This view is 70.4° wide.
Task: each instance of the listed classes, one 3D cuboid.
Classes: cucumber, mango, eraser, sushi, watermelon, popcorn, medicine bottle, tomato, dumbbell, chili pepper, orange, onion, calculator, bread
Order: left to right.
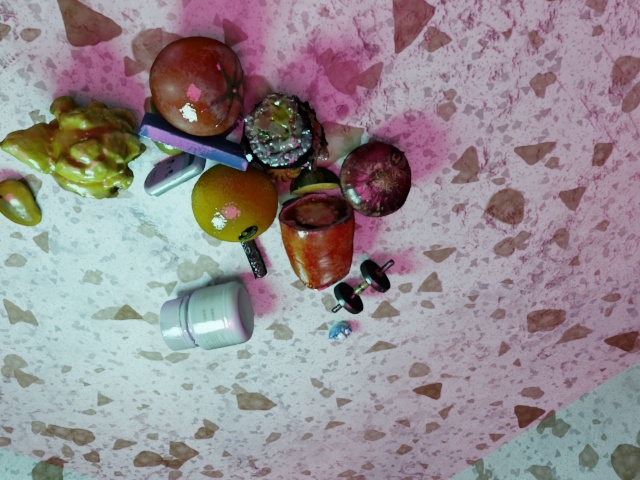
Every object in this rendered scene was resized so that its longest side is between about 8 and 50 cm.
[{"bbox_3d":[-1.025,-0.122,1.531,0.115,0.090,0.178,-8,131,-6],"label":"mango"},{"bbox_3d":[-0.696,-0.297,1.335,0.290,0.325,0.321,-30,160,10],"label":"popcorn"},{"bbox_3d":[-0.460,-0.356,1.401,0.122,0.085,0.191,7,124,-4],"label":"mango"},{"bbox_3d":[-0.460,-0.225,1.455,0.246,0.141,0.045,-24,133,13],"label":"calculator"},{"bbox_3d":[-0.365,-0.292,1.335,0.312,0.144,0.042,16,113,-24],"label":"eraser"},{"bbox_3d":[-0.343,-0.425,1.260,0.265,0.265,0.264,-1,123,-2],"label":"tomato"},{"bbox_3d":[-0.428,0.296,1.731,0.302,0.241,0.241,-12,123,5],"label":"medicine bottle"},{"bbox_3d":[-0.273,-0.123,1.456,0.274,0.274,0.274,-1,123,-2],"label":"orange"},{"bbox_3d":[-0.256,0.045,1.686,0.052,0.058,0.214,5,127,36],"label":"cucumber"},{"bbox_3d":[-0.127,-0.256,1.489,0.130,0.071,0.139,6,122,-1],"label":"bread"},{"bbox_3d":[-0.097,-0.317,1.361,0.225,0.219,0.238,-1,105,20],"label":"sushi"},{"bbox_3d":[-0.023,-0.209,1.545,0.182,0.075,0.092,-8,168,6],"label":"watermelon"},{"bbox_3d":[0.000,0.000,1.596,0.251,0.229,0.305,-29,140,-18],"label":"chili pepper"},{"bbox_3d":[0.159,0.179,1.738,0.143,0.143,0.325,37,115,-23],"label":"dumbbell"},{"bbox_3d":[0.177,-0.195,1.470,0.247,0.190,0.246,-2,102,-7],"label":"onion"}]

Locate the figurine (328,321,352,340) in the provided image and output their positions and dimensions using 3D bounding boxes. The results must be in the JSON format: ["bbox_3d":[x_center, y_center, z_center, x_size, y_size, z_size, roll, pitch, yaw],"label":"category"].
[{"bbox_3d":[0.077,0.391,1.909,0.114,0.079,0.114,-28,163,-10],"label":"figurine"}]

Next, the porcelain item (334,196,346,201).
[{"bbox_3d":[0.102,-0.106,1.623,0.075,0.021,0.136,-21,122,9],"label":"porcelain item"}]

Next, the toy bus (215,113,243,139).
[{"bbox_3d":[-0.295,-0.356,1.427,0.131,0.052,0.037,-38,125,23],"label":"toy bus"}]
